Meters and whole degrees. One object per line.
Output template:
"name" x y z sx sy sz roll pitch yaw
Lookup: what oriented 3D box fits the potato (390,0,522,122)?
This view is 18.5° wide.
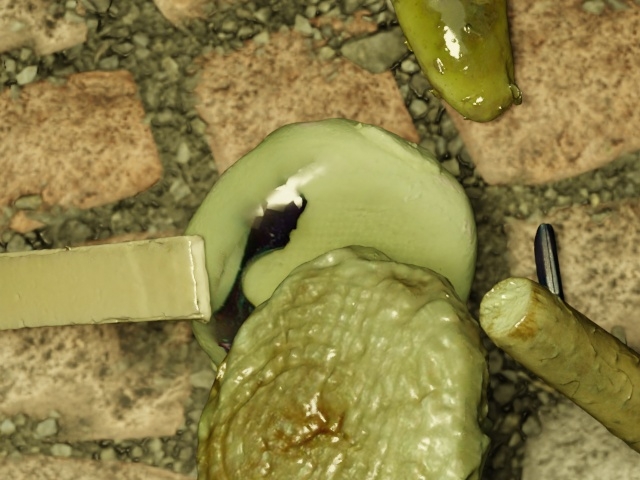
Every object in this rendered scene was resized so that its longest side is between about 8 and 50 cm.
"potato" 0.135 -0.225 1.963 0.117 0.090 0.225 -17 82 -7

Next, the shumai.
"shumai" 0.064 0.195 1.734 0.309 0.263 0.304 -50 51 1

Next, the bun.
"bun" 0.000 0.000 1.859 0.293 0.293 0.187 -21 39 -2

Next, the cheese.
"cheese" -0.267 0.045 1.846 0.400 0.034 0.085 -3 93 35

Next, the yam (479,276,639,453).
"yam" 0.276 0.142 1.750 0.083 0.371 0.083 -27 46 31

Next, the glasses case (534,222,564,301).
"glasses case" 0.222 0.023 1.925 0.023 0.033 0.083 -11 75 12
